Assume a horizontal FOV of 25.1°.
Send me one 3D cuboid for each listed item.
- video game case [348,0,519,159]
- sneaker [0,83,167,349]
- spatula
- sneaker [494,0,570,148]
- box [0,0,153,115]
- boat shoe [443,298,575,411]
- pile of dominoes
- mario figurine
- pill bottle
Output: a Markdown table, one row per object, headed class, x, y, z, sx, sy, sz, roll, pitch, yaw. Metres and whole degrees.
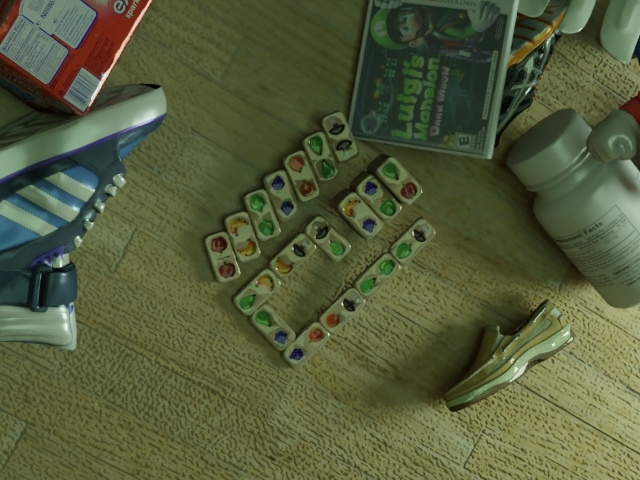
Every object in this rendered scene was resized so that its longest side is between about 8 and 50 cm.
| class | x | y | z | sx | sy | sz | roll | pitch | yaw |
| --- | --- | --- | --- | --- | --- | --- | --- | --- | --- |
| video game case | 0.127 | -0.199 | 1.654 | 0.173 | 0.022 | 0.190 | 10 | 91 | 18 |
| sneaker | -0.279 | -0.008 | 1.540 | 0.322 | 0.130 | 0.236 | -27 | 112 | -19 |
| spatula | 0.324 | -0.339 | 1.705 | 0.168 | 0.019 | 0.242 | 23 | 67 | 0 |
| sneaker | 0.230 | -0.201 | 1.715 | 0.215 | 0.084 | 0.083 | -49 | 124 | -8 |
| box | -0.255 | -0.269 | 1.493 | 0.128 | 0.122 | 0.257 | 36 | 76 | -33 |
| boat shoe | 0.216 | 0.135 | 1.742 | 0.190 | 0.068 | 0.072 | -31 | 91 | -24 |
| pile of dominoes | 0.000 | 0.000 | 1.649 | 0.251 | 0.040 | 0.196 | -45 | 106 | -3 |
| mario figurine | 0.410 | -0.127 | 1.688 | 0.198 | 0.321 | 0.170 | -10 | 134 | 10 |
| pill bottle | 0.331 | -0.040 | 1.725 | 0.131 | 0.131 | 0.229 | -45 | 106 | -10 |
